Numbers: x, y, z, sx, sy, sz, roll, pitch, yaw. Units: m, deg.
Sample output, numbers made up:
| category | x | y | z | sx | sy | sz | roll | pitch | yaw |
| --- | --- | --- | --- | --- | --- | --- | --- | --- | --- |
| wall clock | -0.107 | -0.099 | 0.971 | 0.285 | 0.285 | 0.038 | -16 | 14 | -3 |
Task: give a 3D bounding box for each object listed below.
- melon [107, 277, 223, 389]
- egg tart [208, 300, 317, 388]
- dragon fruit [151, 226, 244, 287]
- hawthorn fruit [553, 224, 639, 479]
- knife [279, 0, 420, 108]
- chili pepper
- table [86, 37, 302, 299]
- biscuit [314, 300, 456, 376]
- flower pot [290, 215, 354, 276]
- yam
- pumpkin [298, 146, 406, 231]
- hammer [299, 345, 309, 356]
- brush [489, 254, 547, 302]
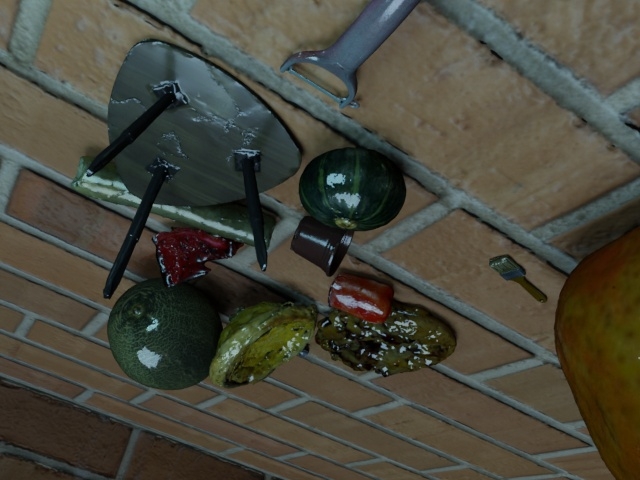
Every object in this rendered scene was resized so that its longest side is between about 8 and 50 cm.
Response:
| category | x | y | z | sx | sy | sz | roll | pitch | yaw |
| --- | --- | --- | --- | --- | --- | --- | --- | --- | --- |
| melon | -0.351 | 0.221 | 1.477 | 0.249 | 0.248 | 0.329 | 5 | 154 | 14 |
| egg tart | -0.138 | 0.218 | 1.456 | 0.107 | 0.291 | 0.290 | 50 | 160 | 28 |
| dragon fruit | -0.247 | 0.017 | 1.253 | 0.192 | 0.122 | 0.092 | -7 | 127 | 33 |
| hawthorn fruit | 0.569 | 0.195 | 0.919 | 0.472 | 0.471 | 0.471 | 10 | 147 | 7 |
| knife | 0.064 | -0.251 | 0.785 | 0.123 | 0.053 | 0.278 | 23 | 148 | -23 |
| chili pepper | 0.112 | 0.127 | 1.308 | 0.192 | 0.084 | 0.086 | 17 | 164 | 4 |
| table | -0.219 | -0.063 | 0.933 | 0.318 | 0.249 | 0.317 | 3 | 136 | 3 |
| biscuit | 0.142 | 0.238 | 1.469 | 0.334 | 0.081 | 0.289 | -20 | 135 | 39 |
| flower pot | 0.000 | 0.000 | 1.155 | 0.089 | 0.111 | 0.111 | 25 | 149 | 12 |
| yam | -0.261 | -0.069 | 1.156 | 0.372 | 0.083 | 0.083 | 17 | 147 | -9 |
| pumpkin | 0.050 | -0.079 | 0.979 | 0.167 | 0.125 | 0.167 | 22 | 166 | 6 |
| hammer | -0.166 | 0.303 | 1.721 | 0.137 | 0.037 | 0.290 | 30 | 144 | -24 |
| brush | 0.378 | 0.076 | 1.193 | 0.043 | 0.014 | 0.170 | -23 | 134 | 41 |
